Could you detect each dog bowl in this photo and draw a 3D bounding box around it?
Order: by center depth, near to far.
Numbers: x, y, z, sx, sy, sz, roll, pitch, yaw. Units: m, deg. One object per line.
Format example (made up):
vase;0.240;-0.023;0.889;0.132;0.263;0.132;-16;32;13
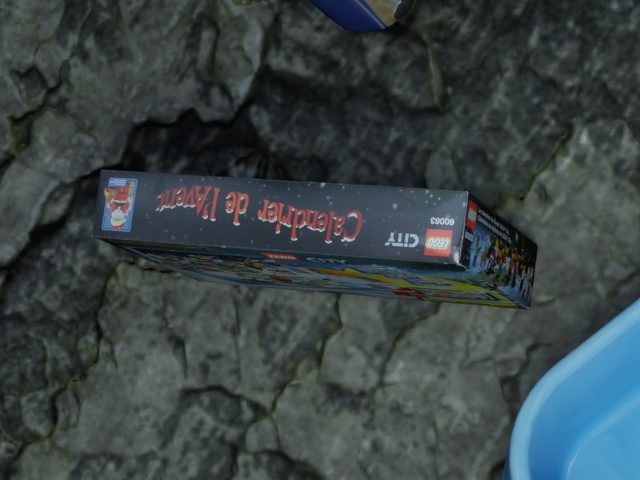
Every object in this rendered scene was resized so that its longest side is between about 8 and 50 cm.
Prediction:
dog bowl;0.231;0.090;1.083;0.297;0.074;0.166;-38;62;-3

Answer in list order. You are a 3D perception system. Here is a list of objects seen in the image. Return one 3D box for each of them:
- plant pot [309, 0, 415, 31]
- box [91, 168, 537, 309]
plant pot;0.004;-0.276;1.200;0.212;0.236;0.236;43;95;18
box;0.000;0.000;1.176;0.233;0.159;0.044;4;80;21
